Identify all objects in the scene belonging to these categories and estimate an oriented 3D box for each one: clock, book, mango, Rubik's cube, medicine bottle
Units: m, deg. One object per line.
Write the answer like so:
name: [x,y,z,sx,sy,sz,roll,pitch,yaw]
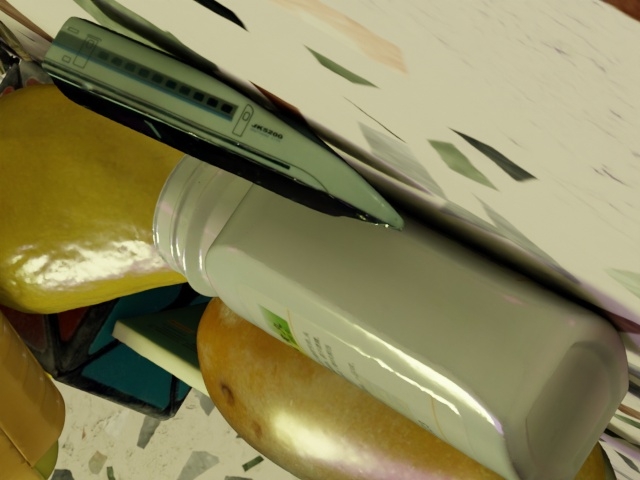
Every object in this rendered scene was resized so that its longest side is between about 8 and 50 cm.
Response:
clock: [-0.398,0.122,1.528,0.317,0.200,0.244,30,152,43]
book: [0.013,0.115,1.614,0.264,0.031,0.379,30,-158,30]
mango: [0.065,0.123,1.299,0.384,0.199,0.221,27,173,36]
Rubik's cube: [-0.227,0.004,1.676,0.255,0.259,0.260,31,179,25]
medicine bottle: [0.036,0.038,1.094,0.324,0.124,0.179,27,172,31]
mango: [-0.211,-0.042,1.403,0.332,0.195,0.142,-13,-176,37]

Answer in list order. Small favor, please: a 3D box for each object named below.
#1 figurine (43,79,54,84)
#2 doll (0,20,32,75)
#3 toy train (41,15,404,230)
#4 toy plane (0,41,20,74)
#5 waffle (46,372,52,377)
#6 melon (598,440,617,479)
figurine: [-0.220,-0.110,1.508,0.082,0.094,0.086,-32,-88,-53]
doll: [-0.279,-0.170,1.113,0.221,0.105,0.115,23,131,18]
toy train: [-0.052,-0.071,1.013,0.252,0.048,0.055,25,169,17]
toy plane: [-0.336,-0.188,1.709,0.080,0.033,0.083,35,168,4]
waffle: [-0.277,0.017,1.921,0.329,0.329,0.062,34,148,-26]
melon: [0.183,0.270,1.769,0.308,0.271,0.272,26,177,-17]
